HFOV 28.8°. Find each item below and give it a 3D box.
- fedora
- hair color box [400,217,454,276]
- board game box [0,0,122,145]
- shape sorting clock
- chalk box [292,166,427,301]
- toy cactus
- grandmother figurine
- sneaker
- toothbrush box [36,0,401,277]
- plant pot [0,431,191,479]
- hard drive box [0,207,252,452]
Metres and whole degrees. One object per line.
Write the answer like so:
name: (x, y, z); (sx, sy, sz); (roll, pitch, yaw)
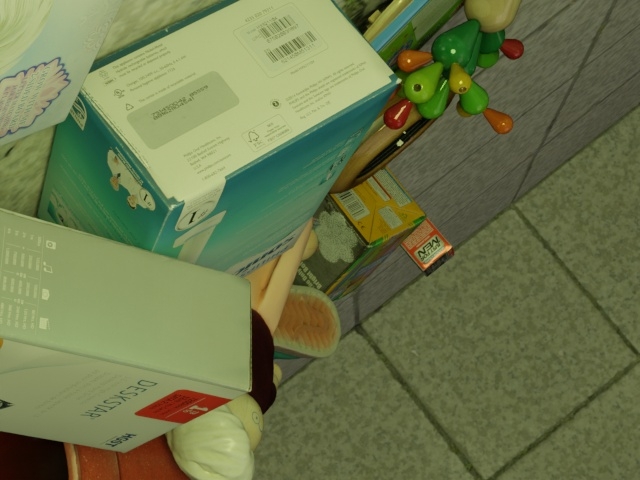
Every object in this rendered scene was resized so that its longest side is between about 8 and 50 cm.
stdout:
fedora: (0.059, -0.129, 1.326); (0.194, 0.079, 0.194); (-40, 175, -4)
hair color box: (0.103, -0.034, 1.637); (0.053, 0.167, 0.093); (-39, 170, 2)
board game box: (-0.201, -0.116, 0.519); (0.318, 0.066, 0.319); (-30, 167, -40)
shape sorting clock: (0.085, -0.214, 1.153); (0.206, 0.040, 0.206); (-43, 171, -8)
chalk box: (0.000, 0.000, 1.534); (0.132, 0.132, 0.213); (-27, 165, -48)
toy cactus: (0.146, -0.181, 1.174); (0.219, 0.112, 0.180); (-18, 144, -53)
grandmother figurine: (-0.075, 0.089, 1.210); (0.104, 0.208, 0.342); (-16, -139, 25)
sneaker: (-0.113, 0.079, 1.390); (0.121, 0.108, 0.302); (-14, 153, 37)
toothbrush box: (-0.096, -0.051, 0.990); (0.216, 0.126, 0.295); (-32, 167, -28)
plant pot: (-0.231, 0.242, 1.193); (0.272, 0.272, 0.265); (-43, 151, 23)
hard drive box: (-0.192, 0.069, 0.876); (0.232, 0.089, 0.181); (16, 148, -33)
